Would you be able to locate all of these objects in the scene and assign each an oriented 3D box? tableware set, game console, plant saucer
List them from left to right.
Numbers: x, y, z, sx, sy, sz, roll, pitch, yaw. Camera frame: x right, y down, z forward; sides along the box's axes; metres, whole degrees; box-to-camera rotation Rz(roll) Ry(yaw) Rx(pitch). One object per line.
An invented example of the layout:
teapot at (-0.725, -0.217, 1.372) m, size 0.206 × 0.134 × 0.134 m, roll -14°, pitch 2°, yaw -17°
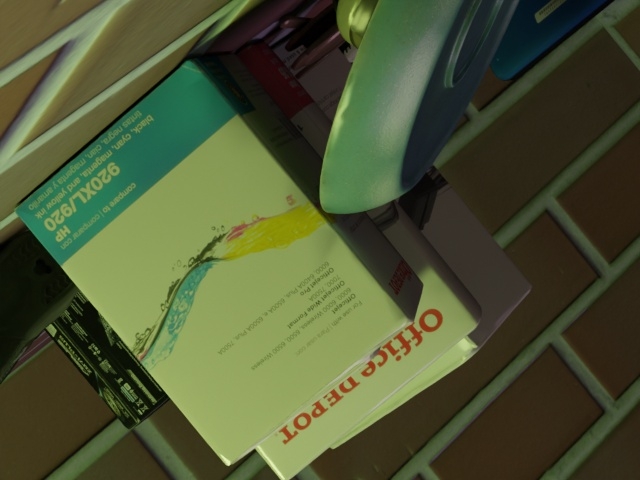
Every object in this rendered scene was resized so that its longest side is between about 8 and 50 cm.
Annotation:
tableware set at (0.044, -0.209, 1.415) m, size 0.194 × 0.039 × 0.128 m, roll -39°, pitch 180°, yaw -7°
plant saucer at (0.090, -0.153, 1.151) m, size 0.317 × 0.044 × 0.317 m, roll -61°, pitch 170°, yaw -19°
game console at (0.306, -0.359, 2.067) m, size 0.173 × 0.250 × 0.293 m, roll -8°, pitch 161°, yaw -33°

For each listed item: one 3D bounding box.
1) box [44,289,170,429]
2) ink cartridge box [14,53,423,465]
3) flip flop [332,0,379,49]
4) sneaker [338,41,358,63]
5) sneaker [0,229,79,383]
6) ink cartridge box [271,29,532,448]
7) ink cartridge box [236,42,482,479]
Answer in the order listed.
box at (-0.178, 0.063, 1.677) m, size 0.147 × 0.180 × 0.077 m, roll -41°, pitch 180°, yaw -17°
ink cartridge box at (-0.063, 0.009, 1.260) m, size 0.168 × 0.232 × 0.171 m, roll -40°, pitch 180°, yaw 9°
flip flop at (0.045, -0.179, 1.214) m, size 0.112 × 0.080 × 0.277 m, roll -66°, pitch 171°, yaw 13°
sneaker at (0.022, -0.205, 1.903) m, size 0.109 × 0.040 × 0.044 m, roll -45°, pitch 168°, yaw -47°
sneaker at (-0.277, 0.090, 1.318) m, size 0.130 × 0.087 × 0.227 m, roll -47°, pitch -179°, yaw 40°
ink cartridge box at (0.000, 0.000, 1.576) m, size 0.223 × 0.307 × 0.129 m, roll -38°, pitch -179°, yaw 42°
ink cartridge box at (-0.034, 0.016, 1.406) m, size 0.207 × 0.283 × 0.117 m, roll -40°, pitch -179°, yaw 5°
